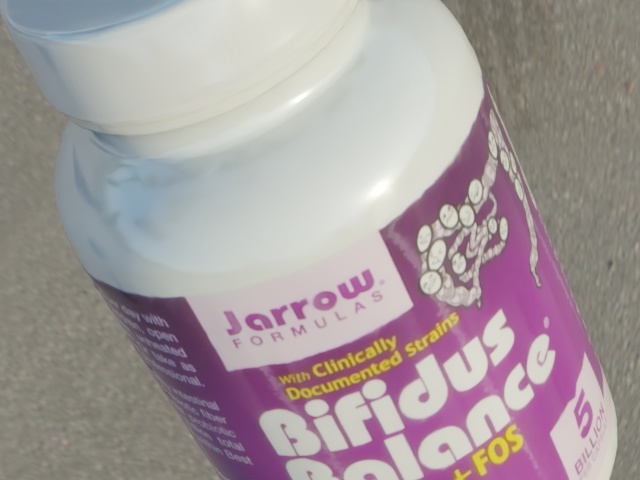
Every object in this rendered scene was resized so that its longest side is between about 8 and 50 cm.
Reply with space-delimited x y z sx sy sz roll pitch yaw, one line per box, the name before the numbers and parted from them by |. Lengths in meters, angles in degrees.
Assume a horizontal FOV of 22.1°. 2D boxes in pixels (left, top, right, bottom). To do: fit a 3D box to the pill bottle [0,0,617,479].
pill bottle | 0.000 0.000 0.645 0.169 0.301 0.169 -18 38 14
